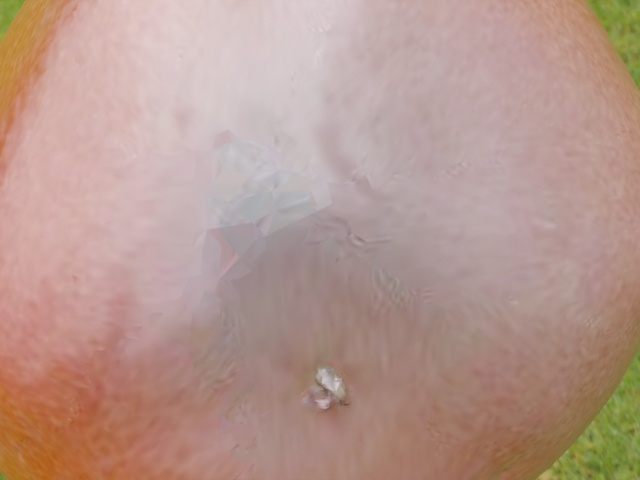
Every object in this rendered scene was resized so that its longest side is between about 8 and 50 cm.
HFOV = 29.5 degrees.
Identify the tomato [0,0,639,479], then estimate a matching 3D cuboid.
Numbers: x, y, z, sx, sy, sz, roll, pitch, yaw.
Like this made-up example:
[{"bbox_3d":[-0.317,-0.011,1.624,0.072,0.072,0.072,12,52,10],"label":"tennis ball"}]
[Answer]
[{"bbox_3d":[0.000,0.000,0.547,0.341,0.341,0.273,-34,14,-1],"label":"tomato"}]
